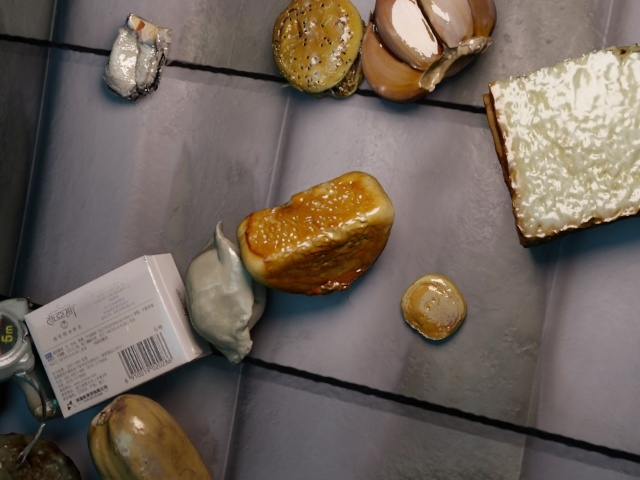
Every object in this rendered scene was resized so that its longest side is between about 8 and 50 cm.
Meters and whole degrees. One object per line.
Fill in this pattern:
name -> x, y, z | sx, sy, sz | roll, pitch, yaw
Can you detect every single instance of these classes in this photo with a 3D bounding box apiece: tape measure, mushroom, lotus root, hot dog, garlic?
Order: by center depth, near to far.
garlic -> 0.171, -0.327, 1.388 | 0.191, 0.160, 0.214 | 60, 140, 13
hot dog -> 0.000, 0.000, 1.441 | 0.257, 0.153, 0.150 | -23, 55, 1
lotus root -> -0.276, 0.418, 1.529 | 0.169, 0.151, 0.342 | -21, 108, 32
tape measure -> -0.568, 0.253, 1.537 | 0.164, 0.084, 0.330 | -5, 56, -16
mushroom -> -0.579, 0.233, 1.656 | 0.278, 0.096, 0.099 | 41, 103, 9

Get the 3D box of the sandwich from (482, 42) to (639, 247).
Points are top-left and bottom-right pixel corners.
sandwich -> 0.431, -0.150, 1.324 | 0.325, 0.131, 0.262 | -14, 85, 19

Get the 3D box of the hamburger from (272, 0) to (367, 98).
hamburger -> -0.005, -0.319, 1.461 | 0.185, 0.113, 0.177 | -40, 81, 13

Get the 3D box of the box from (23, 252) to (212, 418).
box -> -0.363, 0.169, 1.575 | 0.274, 0.116, 0.203 | -26, 84, 15

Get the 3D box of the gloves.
gloves -> -0.325, -0.324, 1.581 | 0.114, 0.070, 0.153 | 26, 99, 9

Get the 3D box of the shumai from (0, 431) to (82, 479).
shumai -> -0.655, 0.539, 1.593 | 0.348, 0.395, 0.395 | -4, 90, 40

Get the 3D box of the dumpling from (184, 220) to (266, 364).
dumpling -> -0.161, 0.091, 1.497 | 0.132, 0.162, 0.250 | -7, 92, -22

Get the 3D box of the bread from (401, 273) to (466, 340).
bread -> 0.187, 0.110, 1.455 | 0.110, 0.024, 0.110 | 0, 91, 16
